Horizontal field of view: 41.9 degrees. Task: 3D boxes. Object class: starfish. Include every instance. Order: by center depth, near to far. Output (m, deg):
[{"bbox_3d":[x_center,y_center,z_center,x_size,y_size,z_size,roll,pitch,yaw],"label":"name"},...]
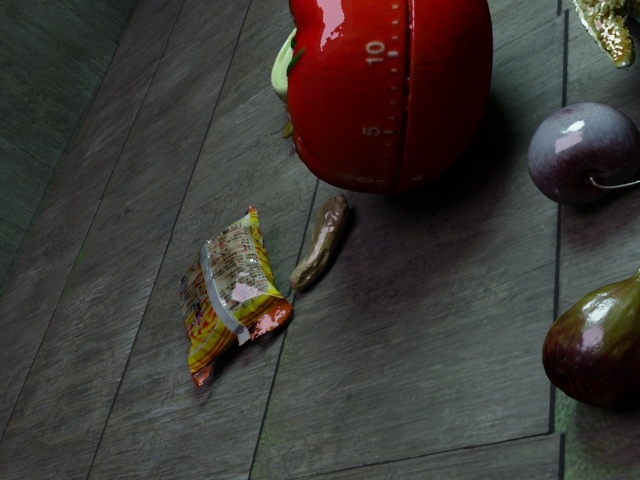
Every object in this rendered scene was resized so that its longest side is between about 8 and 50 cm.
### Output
[{"bbox_3d":[0.296,-0.289,0.962,0.347,0.358,0.078,-107,34,-48],"label":"starfish"}]

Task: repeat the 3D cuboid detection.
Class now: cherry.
[{"bbox_3d":[0.332,-0.117,0.965,0.188,0.115,0.148,-28,-1,25],"label":"cherry"}]

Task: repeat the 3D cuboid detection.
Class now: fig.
[{"bbox_3d":[0.284,0.087,0.814,0.109,0.103,0.154,22,86,37],"label":"fig"}]

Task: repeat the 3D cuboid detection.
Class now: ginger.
[{"bbox_3d":[0.001,0.001,1.350,0.069,0.051,0.173,5,61,60],"label":"ginger"}]

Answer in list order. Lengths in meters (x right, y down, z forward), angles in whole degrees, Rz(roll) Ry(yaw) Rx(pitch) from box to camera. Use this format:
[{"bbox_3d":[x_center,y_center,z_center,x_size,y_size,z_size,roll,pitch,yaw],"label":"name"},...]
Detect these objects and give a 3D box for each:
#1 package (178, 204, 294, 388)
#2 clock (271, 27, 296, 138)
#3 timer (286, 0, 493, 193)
[{"bbox_3d":[-0.168,0.087,1.444,0.223,0.108,0.288,-45,34,19],"label":"package"},{"bbox_3d":[0.024,-0.359,1.616,0.286,0.117,0.348,-5,56,53],"label":"clock"},{"bbox_3d":[0.090,-0.254,1.189,0.378,0.280,0.377,179,90,-87],"label":"timer"}]
